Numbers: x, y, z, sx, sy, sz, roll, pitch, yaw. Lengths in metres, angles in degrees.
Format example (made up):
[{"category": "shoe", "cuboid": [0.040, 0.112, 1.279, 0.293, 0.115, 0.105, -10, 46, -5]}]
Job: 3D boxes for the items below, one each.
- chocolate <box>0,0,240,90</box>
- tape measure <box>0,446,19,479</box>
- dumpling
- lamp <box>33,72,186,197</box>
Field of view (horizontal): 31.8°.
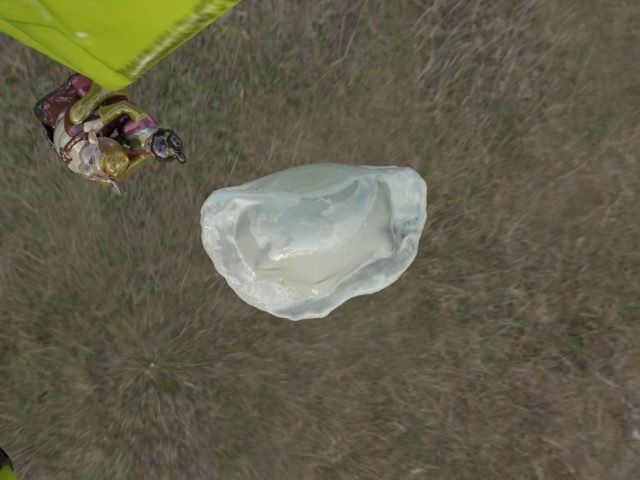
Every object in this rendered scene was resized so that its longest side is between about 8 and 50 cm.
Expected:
[{"category": "chocolate", "cuboid": [-0.168, -0.251, 0.687, 0.288, 0.301, 0.137, 27, 62, -29]}, {"category": "tape measure", "cuboid": [-0.259, 0.193, 0.707, 0.199, 0.112, 0.186, 27, 119, 6]}, {"category": "dumpling", "cuboid": [0.000, 0.000, 1.107, 0.228, 0.124, 0.151, -10, 96, -2]}, {"category": "lamp", "cuboid": [-0.243, -0.115, 1.285, 0.118, 0.253, 0.118, -15, 120, -27]}]
